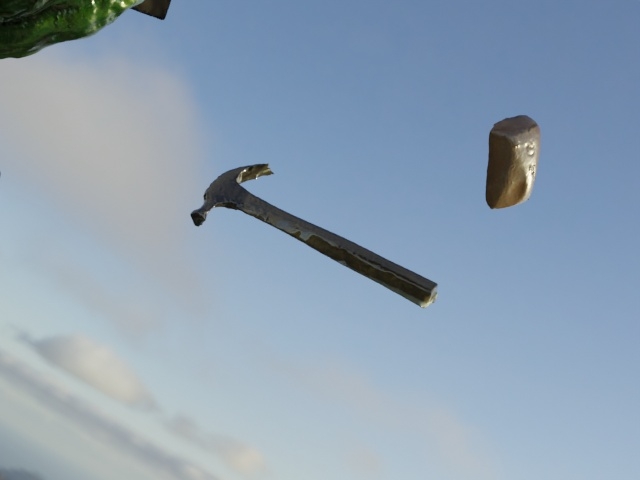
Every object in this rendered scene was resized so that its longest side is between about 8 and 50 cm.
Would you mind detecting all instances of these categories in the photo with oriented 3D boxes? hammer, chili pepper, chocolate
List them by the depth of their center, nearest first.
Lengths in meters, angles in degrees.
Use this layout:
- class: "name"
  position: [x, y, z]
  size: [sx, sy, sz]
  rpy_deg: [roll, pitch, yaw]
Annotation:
- class: "chili pepper"
  position: [-0.202, -0.146, 0.918]
  size: [0.182, 0.050, 0.073]
  rpy_deg: [-18, 5, 26]
- class: "chocolate"
  position: [0.195, -0.073, 1.353]
  size: [0.031, 0.064, 0.101]
  rpy_deg: [36, -46, 45]
- class: "hammer"
  position: [0.000, 0.001, 1.555]
  size: [0.297, 0.125, 0.027]
  rpy_deg: [28, -37, 15]

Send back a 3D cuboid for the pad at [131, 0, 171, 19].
- class: "pad"
  position: [-0.212, -0.407, 1.661]
  size: [0.163, 0.243, 0.004]
  rpy_deg: [25, 9, 29]
